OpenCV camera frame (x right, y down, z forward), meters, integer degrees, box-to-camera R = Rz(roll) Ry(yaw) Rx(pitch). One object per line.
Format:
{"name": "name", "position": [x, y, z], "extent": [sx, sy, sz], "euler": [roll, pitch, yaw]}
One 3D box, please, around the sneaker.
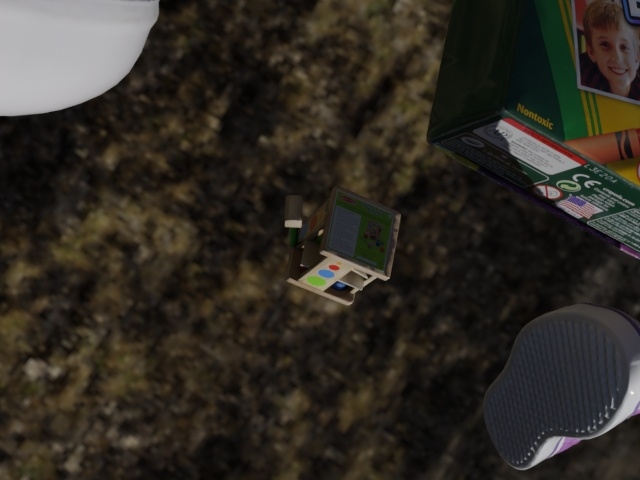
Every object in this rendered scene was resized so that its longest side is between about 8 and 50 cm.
{"name": "sneaker", "position": [0.238, 0.094, 1.286], "extent": [0.161, 0.102, 0.282], "euler": [-20, 169, -16]}

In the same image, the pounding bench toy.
{"name": "pounding bench toy", "position": [0.000, 0.000, 1.095], "extent": [0.065, 0.083, 0.052], "euler": [-38, -144, 54]}

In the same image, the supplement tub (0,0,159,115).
{"name": "supplement tub", "position": [-0.110, -0.214, 0.374], "extent": [0.235, 0.235, 0.324], "euler": [-3, 114, -61]}

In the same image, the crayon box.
{"name": "crayon box", "position": [0.281, -0.156, 1.352], "extent": [0.363, 0.106, 0.313], "euler": [26, 65, -28]}
